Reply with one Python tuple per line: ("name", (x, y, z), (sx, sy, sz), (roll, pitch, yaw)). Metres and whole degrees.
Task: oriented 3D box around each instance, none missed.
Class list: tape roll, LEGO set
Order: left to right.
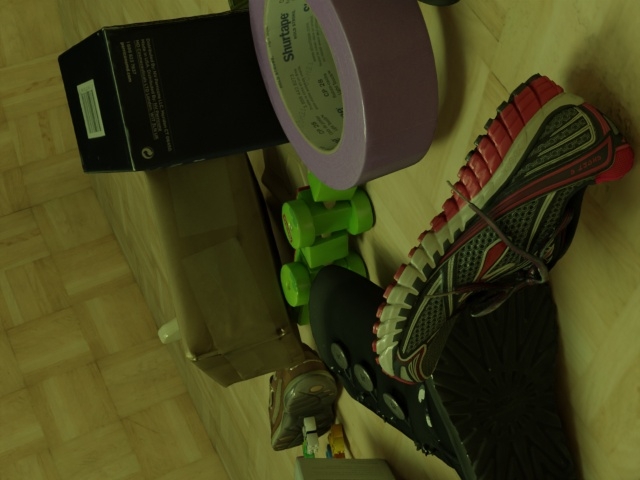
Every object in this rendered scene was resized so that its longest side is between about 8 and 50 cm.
("LEGO set", (0.010, 0.417, 1.852), (0.227, 0.087, 0.093), (98, 162, -55))
("tape roll", (0.019, -0.198, 1.076), (0.275, 0.090, 0.275), (53, 155, 39))

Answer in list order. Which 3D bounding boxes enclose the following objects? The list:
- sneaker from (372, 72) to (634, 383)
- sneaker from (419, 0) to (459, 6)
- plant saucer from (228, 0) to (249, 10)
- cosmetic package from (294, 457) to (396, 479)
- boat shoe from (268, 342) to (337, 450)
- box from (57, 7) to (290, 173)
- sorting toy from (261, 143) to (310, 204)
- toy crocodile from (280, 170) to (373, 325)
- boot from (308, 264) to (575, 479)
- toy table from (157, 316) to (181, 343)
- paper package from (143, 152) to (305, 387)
("sneaker", (0.142, 0.012, 0.837), (0.112, 0.121, 0.299), (36, 118, 13))
("sneaker", (0.094, -0.324, 0.847), (0.132, 0.086, 0.229), (-13, 96, 69))
("plant saucer", (-0.109, -0.402, 1.397), (0.188, 0.045, 0.188), (9, 118, 69))
("cosmetic package", (0.055, 0.503, 1.452), (0.453, 0.161, 0.230), (-128, 40, -80))
("boat shoe", (-0.041, 0.295, 1.851), (0.324, 0.123, 0.116), (109, 144, -53))
("box", (-0.164, -0.200, 1.323), (0.296, 0.294, 0.183), (8, 111, 65))
("sorting toy", (-0.049, -0.148, 1.520), (0.193, 0.038, 0.208), (46, 146, 50))
("toy crocodile", (0.000, 0.000, 1.409), (0.340, 0.115, 0.105), (94, 155, -48))
("boot", (0.111, 0.105, 1.192), (0.445, 0.146, 0.367), (-142, 38, -65))
("toy table", (-0.175, 0.115, 1.874), (0.161, 0.252, 0.274), (-56, 45, 48))
("paper package", (-0.149, 0.051, 1.613), (0.309, 0.168, 0.325), (76, 177, -72))
